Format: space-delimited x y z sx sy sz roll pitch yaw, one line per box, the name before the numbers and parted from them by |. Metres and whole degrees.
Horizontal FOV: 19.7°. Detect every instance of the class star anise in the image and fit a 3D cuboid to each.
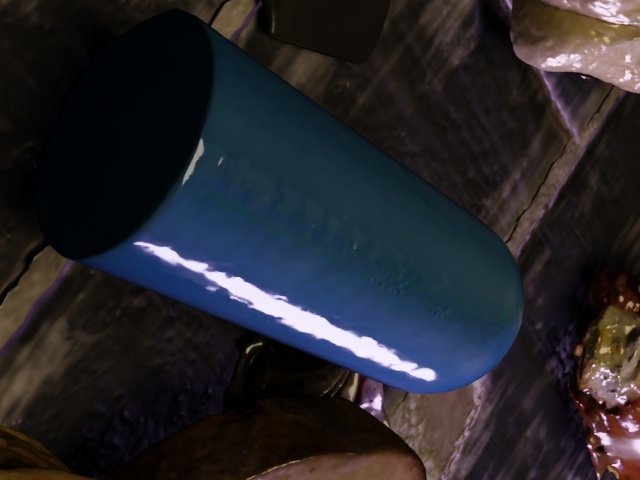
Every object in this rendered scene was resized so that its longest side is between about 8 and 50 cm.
star anise | 0.007 0.044 1.099 0.204 0.061 0.180 -55 143 -13

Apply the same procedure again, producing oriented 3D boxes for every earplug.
earplug | 0.000 0.000 0.965 0.273 0.132 0.132 29 83 -36

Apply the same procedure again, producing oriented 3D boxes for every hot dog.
hot dog | 0.252 0.105 1.391 0.146 0.103 0.213 -30 120 -12

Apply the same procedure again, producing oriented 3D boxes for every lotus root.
lotus root | -0.061 0.176 1.023 0.261 0.074 0.170 -29 138 -19

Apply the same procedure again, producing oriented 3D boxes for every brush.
brush | -0.025 -0.144 1.017 0.193 0.016 0.063 10 97 -51

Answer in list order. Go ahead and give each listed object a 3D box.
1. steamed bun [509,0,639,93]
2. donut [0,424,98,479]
steamed bun | 0.190 -0.167 1.164 0.155 0.141 0.172 -16 142 -25
donut | -0.217 0.233 0.863 0.330 0.160 0.330 -16 119 -32
